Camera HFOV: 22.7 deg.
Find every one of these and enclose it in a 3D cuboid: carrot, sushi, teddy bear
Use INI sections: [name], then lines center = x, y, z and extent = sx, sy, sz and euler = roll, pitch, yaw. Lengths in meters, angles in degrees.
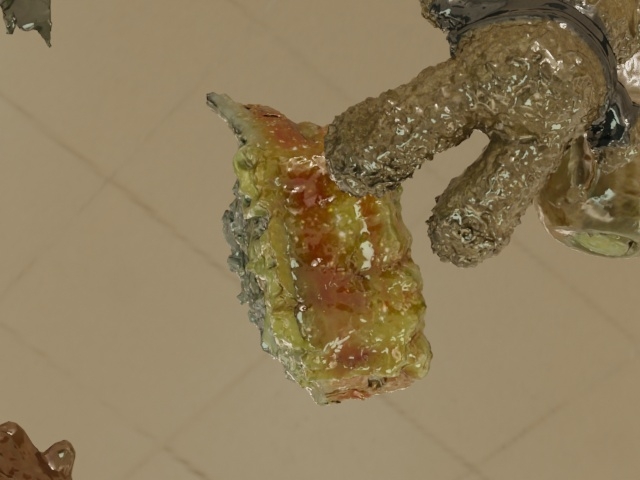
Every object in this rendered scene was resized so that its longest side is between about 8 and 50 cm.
[carrot]
center = 0.259, -0.133, 1.280
extent = 0.139, 0.302, 0.139
euler = 23, 166, 6
[sushi]
center = 0.000, 0.000, 1.321
extent = 0.139, 0.184, 0.274
euler = -11, 93, -14
[teddy bear]
center = 0.134, -0.100, 1.045
extent = 0.182, 0.251, 0.129
euler = 42, 158, -9

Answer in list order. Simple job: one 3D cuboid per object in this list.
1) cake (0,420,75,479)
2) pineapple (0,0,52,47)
[cake]
center = -0.106, 0.151, 0.415
extent = 0.147, 0.134, 0.135
euler = -39, 95, 20
[pineapple]
center = -0.159, -0.228, 0.886
extent = 0.165, 0.364, 0.165
euler = -2, 111, -5
